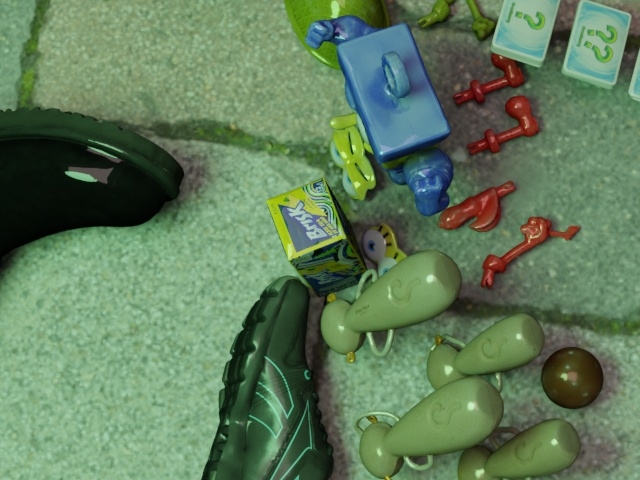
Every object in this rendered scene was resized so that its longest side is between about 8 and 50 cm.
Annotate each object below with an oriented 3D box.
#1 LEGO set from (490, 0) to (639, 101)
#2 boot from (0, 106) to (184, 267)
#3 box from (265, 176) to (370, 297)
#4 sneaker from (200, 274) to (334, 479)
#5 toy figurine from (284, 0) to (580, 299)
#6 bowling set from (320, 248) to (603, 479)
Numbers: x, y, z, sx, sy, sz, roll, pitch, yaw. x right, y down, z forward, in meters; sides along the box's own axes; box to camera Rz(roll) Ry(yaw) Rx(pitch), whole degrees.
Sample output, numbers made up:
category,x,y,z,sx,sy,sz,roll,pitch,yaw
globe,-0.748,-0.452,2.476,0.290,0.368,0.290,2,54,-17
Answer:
category,x,y,z,sx,sy,sz,roll,pitch,yaw
LEGO set,0.273,-0.254,1.460,0.182,0.060,0.244,19,69,0
boot,-0.303,0.024,1.451,0.348,0.131,0.260,3,70,19
box,0.000,0.000,1.398,0.054,0.169,0.059,-22,75,3
sneaker,-0.041,0.165,1.417,0.106,0.101,0.267,16,78,-11
toy figurine,0.082,-0.145,1.397,0.191,0.217,0.362,-19,75,3
bowling set,0.136,0.156,1.377,0.154,0.200,0.287,-31,64,44
